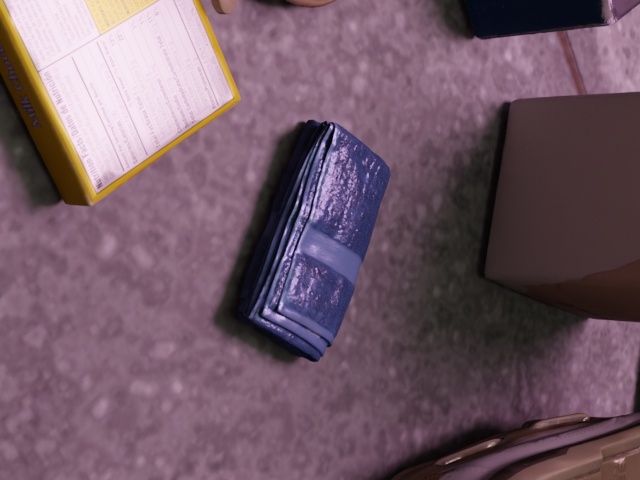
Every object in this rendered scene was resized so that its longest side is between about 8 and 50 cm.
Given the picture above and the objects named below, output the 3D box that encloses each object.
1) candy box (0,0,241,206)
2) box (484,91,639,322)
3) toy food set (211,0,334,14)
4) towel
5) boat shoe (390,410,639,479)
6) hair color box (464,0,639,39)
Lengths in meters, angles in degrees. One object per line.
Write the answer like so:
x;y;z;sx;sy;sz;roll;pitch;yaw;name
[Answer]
-0.112;-0.129;0.565;0.105;0.027;0.206;-38;117;-35;candy box
0.265;-0.014;0.750;0.148;0.311;0.121;19;78;-43;box
-0.010;-0.188;0.666;0.192;0.038;0.133;-24;116;-48;toy food set
0.000;0.000;0.682;0.067;0.029;0.120;34;67;-41;towel
0.160;0.153;0.796;0.302;0.103;0.113;6;92;-46;boat shoe
0.209;-0.278;0.831;0.347;0.105;0.174;-39;118;-38;hair color box
